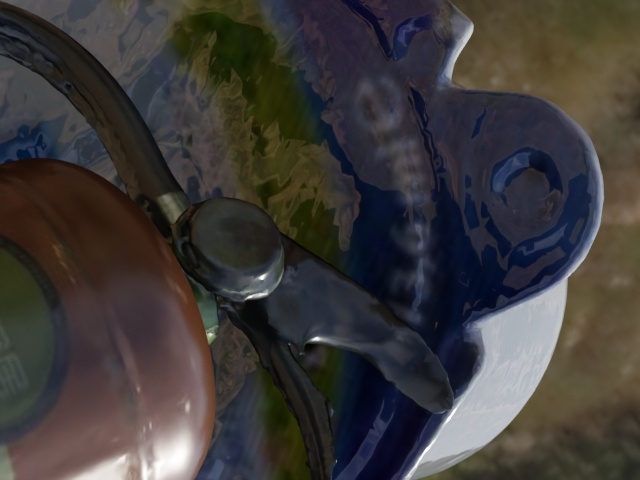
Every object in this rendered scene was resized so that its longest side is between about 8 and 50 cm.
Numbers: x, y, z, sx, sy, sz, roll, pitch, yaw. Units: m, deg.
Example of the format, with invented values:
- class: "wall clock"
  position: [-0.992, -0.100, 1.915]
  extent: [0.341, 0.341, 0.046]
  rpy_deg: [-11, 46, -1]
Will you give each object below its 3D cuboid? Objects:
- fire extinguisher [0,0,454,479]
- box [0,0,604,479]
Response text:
- class: "fire extinguisher"
  position: [-0.153, 0.030, 0.522]
  extent: [0.376, 0.200, 0.113]
  rpy_deg: [-20, 177, -30]
- class: "box"
  position: [0.000, 0.000, 0.743]
  extent: [0.291, 0.262, 0.206]
  rpy_deg: [-14, 172, 26]
